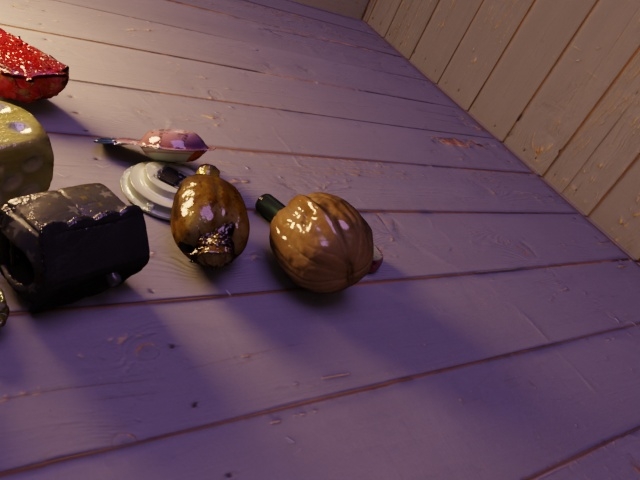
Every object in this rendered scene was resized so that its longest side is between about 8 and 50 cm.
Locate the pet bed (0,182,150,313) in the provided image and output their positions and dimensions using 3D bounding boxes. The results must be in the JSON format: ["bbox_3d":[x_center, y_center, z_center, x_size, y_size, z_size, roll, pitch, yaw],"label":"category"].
[{"bbox_3d":[-0.422,0.019,0.961,0.159,0.183,0.211,35,31,22],"label":"pet bed"}]

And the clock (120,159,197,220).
[{"bbox_3d":[-0.353,-0.134,1.329,0.237,0.053,0.236,19,35,-14],"label":"clock"}]

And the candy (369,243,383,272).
[{"bbox_3d":[0.112,0.038,1.429,0.103,0.043,0.103,18,34,-13],"label":"candy"}]

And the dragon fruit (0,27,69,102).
[{"bbox_3d":[-0.742,-0.409,1.353,0.262,0.189,0.163,27,71,7],"label":"dragon fruit"}]

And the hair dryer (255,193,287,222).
[{"bbox_3d":[-0.080,-0.085,1.466,0.100,0.057,0.198,41,27,19],"label":"hair dryer"}]

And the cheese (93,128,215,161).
[{"bbox_3d":[-0.406,-0.239,1.375,0.286,0.074,0.189,3,13,-6],"label":"cheese"}]

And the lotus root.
[{"bbox_3d":[-0.240,-0.052,1.207,0.169,0.141,0.314,25,36,-33],"label":"lotus root"}]

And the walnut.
[{"bbox_3d":[0.000,0.000,1.255,0.225,0.225,0.261,-6,40,-40],"label":"walnut"}]

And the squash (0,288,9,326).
[{"bbox_3d":[-0.602,0.044,0.887,0.287,0.137,0.137,43,34,-2],"label":"squash"}]

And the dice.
[{"bbox_3d":[-0.633,-0.157,1.057,0.166,0.169,0.169,41,36,18],"label":"dice"}]
